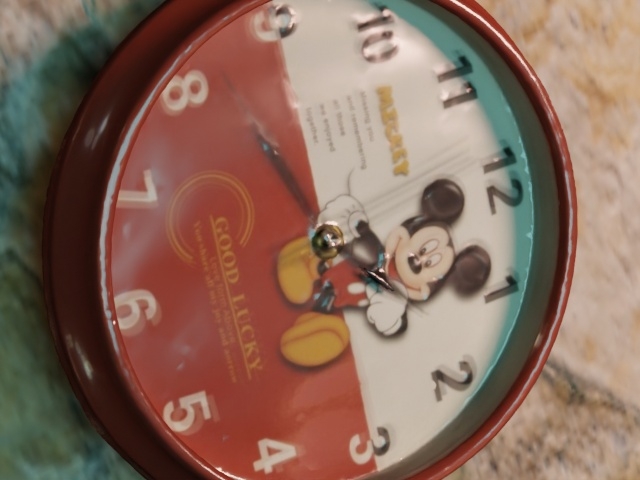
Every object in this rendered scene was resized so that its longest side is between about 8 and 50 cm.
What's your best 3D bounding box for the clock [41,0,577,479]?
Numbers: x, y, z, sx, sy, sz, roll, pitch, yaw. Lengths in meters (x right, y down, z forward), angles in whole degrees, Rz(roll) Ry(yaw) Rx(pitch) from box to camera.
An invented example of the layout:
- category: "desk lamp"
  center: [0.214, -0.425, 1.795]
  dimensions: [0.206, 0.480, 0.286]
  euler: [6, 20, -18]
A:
- category: "clock"
  center: [0.000, 0.000, 0.993]
  dimensions: [0.318, 0.080, 0.318]
  euler: [-3, 97, -28]
